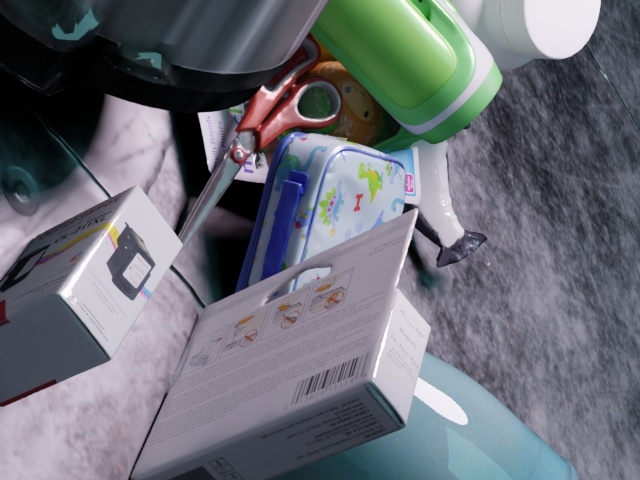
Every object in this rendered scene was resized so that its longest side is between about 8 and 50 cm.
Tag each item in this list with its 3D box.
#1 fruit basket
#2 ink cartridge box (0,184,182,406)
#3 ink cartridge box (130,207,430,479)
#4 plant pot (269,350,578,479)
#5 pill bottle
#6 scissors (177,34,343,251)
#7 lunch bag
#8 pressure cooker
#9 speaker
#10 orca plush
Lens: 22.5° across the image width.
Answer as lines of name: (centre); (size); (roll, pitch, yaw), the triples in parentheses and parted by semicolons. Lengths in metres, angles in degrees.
fruit basket: (-0.016, -0.212, 1.807); (0.353, 0.165, 0.327); (10, 65, -52)
ink cartridge box: (-0.208, 0.044, 1.344); (0.072, 0.127, 0.175); (54, 31, -19)
ink cartridge box: (-0.025, 0.110, 1.454); (0.060, 0.275, 0.239); (50, 34, -22)
plant pot: (0.065, 0.222, 1.575); (0.255, 0.271, 0.271); (47, 32, -7)
pill bottle: (0.182, -0.301, 1.982); (0.176, 0.318, 0.176); (-11, 108, -37)
scissors: (-0.085, -0.106, 1.661); (0.297, 0.021, 0.109); (-42, 105, -30)
lunch bag: (0.000, 0.000, 1.680); (0.176, 0.090, 0.219); (8, 97, -57)
pressure cooker: (-0.139, -0.316, 1.438); (0.370, 0.420, 0.375); (5, 44, -36)
speaker: (0.057, -0.243, 1.719); (0.296, 0.131, 0.131); (45, 35, -15)
orca plush: (0.124, -0.114, 2.040); (0.287, 0.151, 0.102); (55, -2, -10)
